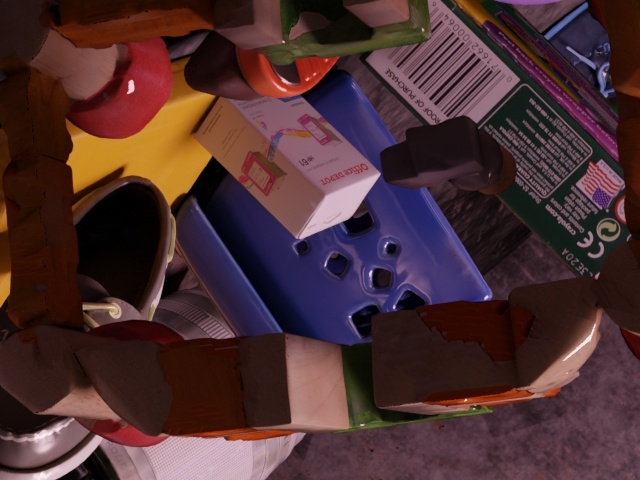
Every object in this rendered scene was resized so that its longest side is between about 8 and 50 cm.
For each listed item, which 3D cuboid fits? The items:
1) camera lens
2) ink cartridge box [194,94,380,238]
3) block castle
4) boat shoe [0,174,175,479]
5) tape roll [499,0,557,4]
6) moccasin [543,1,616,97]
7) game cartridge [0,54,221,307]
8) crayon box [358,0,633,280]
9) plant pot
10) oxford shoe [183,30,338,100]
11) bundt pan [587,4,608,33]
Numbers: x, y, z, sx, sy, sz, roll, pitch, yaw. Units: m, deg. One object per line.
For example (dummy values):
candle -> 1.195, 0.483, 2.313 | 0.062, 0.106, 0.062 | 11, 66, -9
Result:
camera lens -> -0.170, 0.188, 1.927 | 0.274, 0.219, 0.219 | -32, 165, -39
ink cartridge box -> -0.025, -0.067, 1.524 | 0.088, 0.122, 0.052 | -26, 157, -55
block castle -> 0.029, -0.035, 1.187 | 0.453, 0.303, 0.213 | -9, 169, 18
boat shoe -> -0.178, 0.057, 1.366 | 0.305, 0.109, 0.091 | -67, 176, -57
tape roll -> 0.154, -0.274, 1.406 | 0.189, 0.189, 0.080 | -42, 169, -1
moccasin -> 0.353, -0.231, 2.342 | 0.342, 0.117, 0.138 | -39, 167, -15
game cartridge -> -0.211, -0.012, 1.530 | 0.285, 0.053, 0.324 | -25, 157, -53
crayon box -> 0.216, -0.083, 1.725 | 0.106, 0.363, 0.313 | -45, 179, 13
plant pot -> 0.000, 0.000, 1.711 | 0.212, 0.236, 0.236 | -35, -176, 3
oxford shoe -> -0.009, -0.189, 1.501 | 0.098, 0.097, 0.271 | -8, -160, 38
bundt pan -> 0.380, -0.292, 1.828 | 0.124, 0.331, 0.331 | 8, 133, -43
